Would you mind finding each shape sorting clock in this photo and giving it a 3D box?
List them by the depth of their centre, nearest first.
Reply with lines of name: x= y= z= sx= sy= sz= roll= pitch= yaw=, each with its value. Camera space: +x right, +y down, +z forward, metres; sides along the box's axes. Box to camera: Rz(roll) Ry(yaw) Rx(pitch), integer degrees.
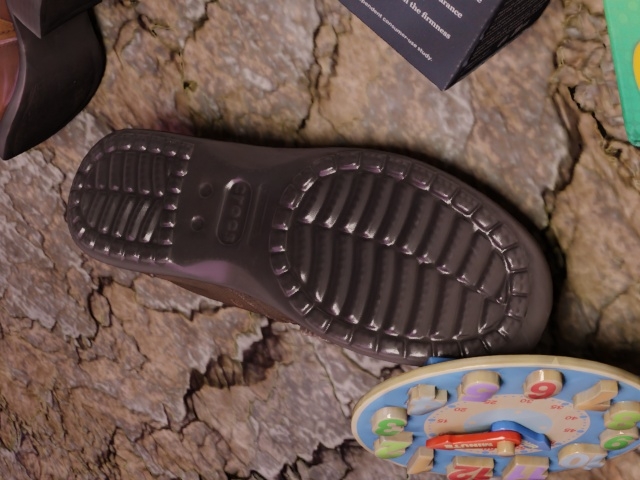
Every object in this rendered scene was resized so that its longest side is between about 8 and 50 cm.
shape sorting clock: x=0.123 y=0.123 z=1.001 sx=0.206 sy=0.040 sz=0.206 roll=1 pitch=156 yaw=0

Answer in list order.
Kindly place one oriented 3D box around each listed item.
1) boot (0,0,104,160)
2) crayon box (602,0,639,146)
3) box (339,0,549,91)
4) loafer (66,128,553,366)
boot: x=-0.292 y=-0.224 z=1.177 sx=0.280 sy=0.096 sz=0.264 roll=46 pitch=154 yaw=16
crayon box: x=0.190 y=-0.198 z=0.684 sx=0.081 sy=0.165 sz=0.278 roll=8 pitch=125 yaw=39
box: x=0.080 y=-0.213 z=0.820 sx=0.153 sy=0.108 sz=0.207 roll=43 pitch=139 yaw=10
loafer: x=0.000 y=0.000 z=1.071 sx=0.366 sy=0.130 sz=0.134 roll=18 pitch=86 yaw=26
